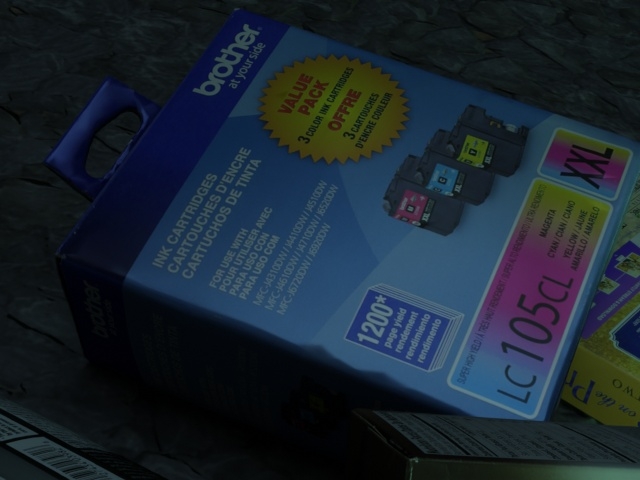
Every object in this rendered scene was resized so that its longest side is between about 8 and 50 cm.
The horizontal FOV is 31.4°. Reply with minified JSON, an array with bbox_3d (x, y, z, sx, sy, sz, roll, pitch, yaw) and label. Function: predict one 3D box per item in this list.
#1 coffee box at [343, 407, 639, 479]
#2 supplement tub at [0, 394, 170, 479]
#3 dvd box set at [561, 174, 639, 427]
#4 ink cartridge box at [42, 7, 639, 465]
[{"bbox_3d":[0.161,0.189,0.608,0.297,0.168,0.119,5,2,-13],"label":"coffee box"},{"bbox_3d":[-0.146,0.177,0.509,0.316,0.194,0.193,15,29,39],"label":"supplement tub"},{"bbox_3d":[0.357,0.093,0.938,0.420,0.062,0.307,30,38,26],"label":"dvd box set"},{"bbox_3d":[0.000,0.000,0.825,0.395,0.151,0.270,19,56,14],"label":"ink cartridge box"}]
